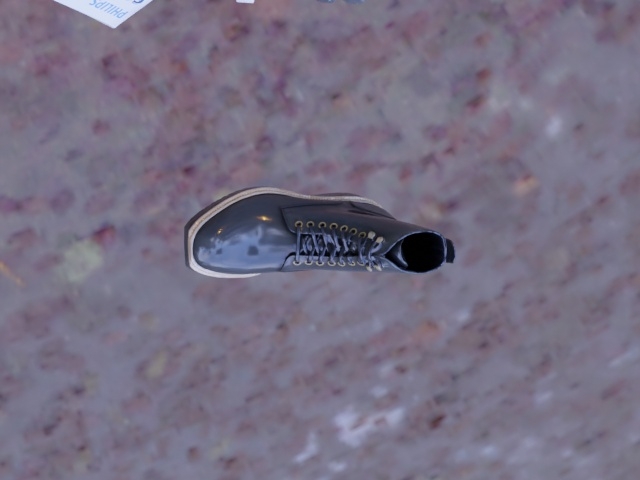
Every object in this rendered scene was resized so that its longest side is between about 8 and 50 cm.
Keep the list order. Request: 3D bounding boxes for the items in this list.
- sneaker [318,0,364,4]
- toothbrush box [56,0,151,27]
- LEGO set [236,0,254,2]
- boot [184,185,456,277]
[{"bbox_3d":[-0.049,-0.179,0.624,0.122,0.283,0.110,-47,147,-28],"label":"sneaker"},{"bbox_3d":[-0.097,-0.307,1.019,0.283,0.206,0.122,-34,165,13],"label":"toothbrush box"},{"bbox_3d":[-0.090,-0.369,1.701,0.087,0.227,0.093,6,143,13],"label":"LEGO set"},{"bbox_3d":[0.000,0.000,1.322,0.198,0.137,0.077,-12,108,-31],"label":"boot"}]
